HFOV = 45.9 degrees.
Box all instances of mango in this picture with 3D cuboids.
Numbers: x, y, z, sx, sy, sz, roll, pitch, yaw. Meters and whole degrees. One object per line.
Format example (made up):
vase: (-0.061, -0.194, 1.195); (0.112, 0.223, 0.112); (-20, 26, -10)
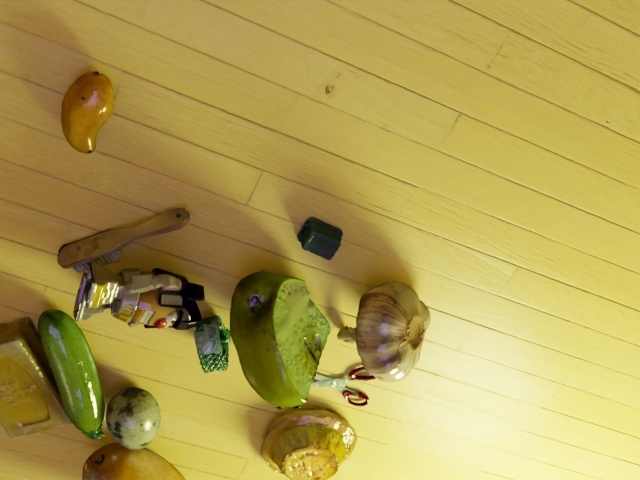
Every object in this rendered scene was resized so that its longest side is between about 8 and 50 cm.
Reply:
mango: (-0.481, -0.266, 1.553); (0.098, 0.075, 0.190); (24, 125, -10)
mango: (-0.505, 0.699, 2.124); (0.221, 0.199, 0.384); (-32, 133, 7)

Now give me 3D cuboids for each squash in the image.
squash: (-0.618, 0.335, 1.906); (0.107, 0.107, 0.395); (-9, 114, 2)

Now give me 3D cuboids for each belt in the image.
belt: (-0.261, 0.256, 1.886); (0.079, 0.121, 0.151); (-9, 119, 4)

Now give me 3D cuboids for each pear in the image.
pear: (-0.123, 0.212, 1.795); (0.176, 0.286, 0.282); (-10, 126, 26)

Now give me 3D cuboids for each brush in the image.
brush: (-0.447, 0.004, 1.743); (0.327, 0.070, 0.065); (-20, 140, 8)

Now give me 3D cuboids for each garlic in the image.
garlic: (0.135, 0.225, 1.872); (0.253, 0.245, 0.245); (-4, 131, 39)

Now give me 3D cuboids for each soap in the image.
soap: (-0.772, 0.357, 1.933); (0.199, 0.091, 0.315); (-14, 124, 3)

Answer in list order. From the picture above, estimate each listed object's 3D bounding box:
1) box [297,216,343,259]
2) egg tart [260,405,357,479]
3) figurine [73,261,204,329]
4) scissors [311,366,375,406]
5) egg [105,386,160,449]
box: (0.000, 0.000, 1.777); (0.099, 0.054, 0.074); (23, 120, -19)
egg tart: (-0.035, 0.595, 2.139); (0.288, 0.118, 0.288); (-1, 128, -2)
figurine: (-0.416, 0.133, 1.765); (0.308, 0.308, 0.143); (4, 82, -7)
scissors: (0.026, 0.386, 2.060); (0.247, 0.017, 0.144); (9, 122, -9)
egg: (-0.494, 0.473, 2.000); (0.141, 0.141, 0.182); (-5, 121, -2)
